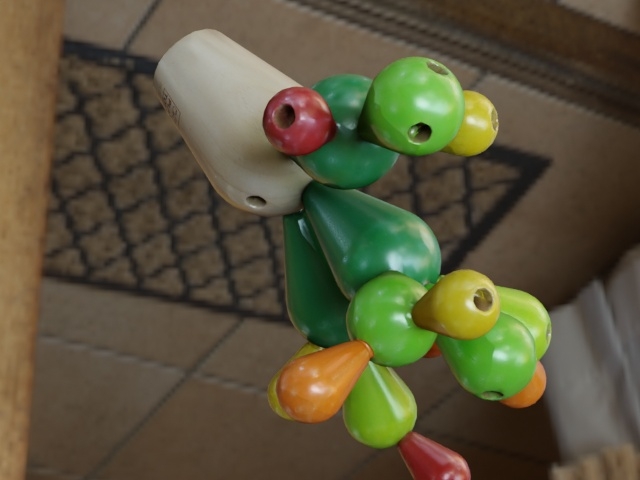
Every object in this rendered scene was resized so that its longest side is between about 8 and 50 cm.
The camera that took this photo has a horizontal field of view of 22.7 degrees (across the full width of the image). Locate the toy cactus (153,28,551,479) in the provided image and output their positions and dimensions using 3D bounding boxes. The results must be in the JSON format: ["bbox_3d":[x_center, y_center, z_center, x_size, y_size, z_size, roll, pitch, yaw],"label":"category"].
[{"bbox_3d":[0.000,0.000,0.558,0.112,0.180,0.219,-38,153,-12],"label":"toy cactus"}]
